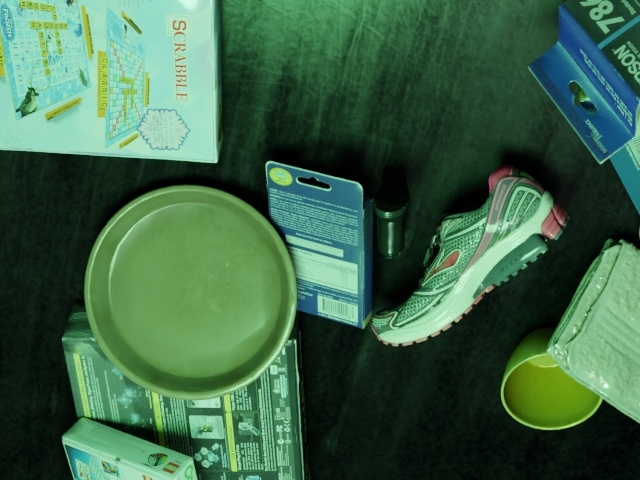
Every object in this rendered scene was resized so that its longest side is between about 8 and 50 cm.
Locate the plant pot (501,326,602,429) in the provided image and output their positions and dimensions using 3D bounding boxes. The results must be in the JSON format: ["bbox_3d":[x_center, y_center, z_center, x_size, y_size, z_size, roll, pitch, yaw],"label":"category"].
[{"bbox_3d":[0.307,0.172,1.776,0.134,0.095,0.134,2,125,3],"label":"plant pot"}]

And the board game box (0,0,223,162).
[{"bbox_3d":[-0.274,-0.247,1.536,0.317,0.066,0.319,4,125,2],"label":"board game box"}]

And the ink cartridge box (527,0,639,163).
[{"bbox_3d":[0.378,-0.244,1.387,0.332,0.165,0.065,-39,146,12],"label":"ink cartridge box"}]

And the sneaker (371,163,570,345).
[{"bbox_3d":[0.174,0.024,1.680,0.112,0.121,0.299,47,114,-1],"label":"sneaker"}]

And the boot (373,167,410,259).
[{"bbox_3d":[0.087,-0.023,1.641,0.045,0.121,0.099,4,119,4],"label":"boot"}]

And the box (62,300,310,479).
[{"bbox_3d":[-0.177,0.266,1.879,0.318,0.097,0.395,-1,125,4],"label":"box"}]

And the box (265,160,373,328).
[{"bbox_3d":[0.000,0.000,1.684,0.136,0.036,0.225,15,130,21],"label":"box"}]

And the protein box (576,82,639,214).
[{"bbox_3d":[0.420,-0.157,1.507,0.201,0.136,0.200,-24,120,20],"label":"protein box"}]

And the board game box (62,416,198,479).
[{"bbox_3d":[-0.242,0.398,1.847,0.193,0.053,0.305,15,131,29],"label":"board game box"}]

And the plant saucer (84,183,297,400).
[{"bbox_3d":[-0.165,0.066,1.702,0.277,0.041,0.278,1,96,8],"label":"plant saucer"}]

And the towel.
[{"bbox_3d":[0.434,0.140,1.713,0.282,0.049,0.187,33,81,-20],"label":"towel"}]
